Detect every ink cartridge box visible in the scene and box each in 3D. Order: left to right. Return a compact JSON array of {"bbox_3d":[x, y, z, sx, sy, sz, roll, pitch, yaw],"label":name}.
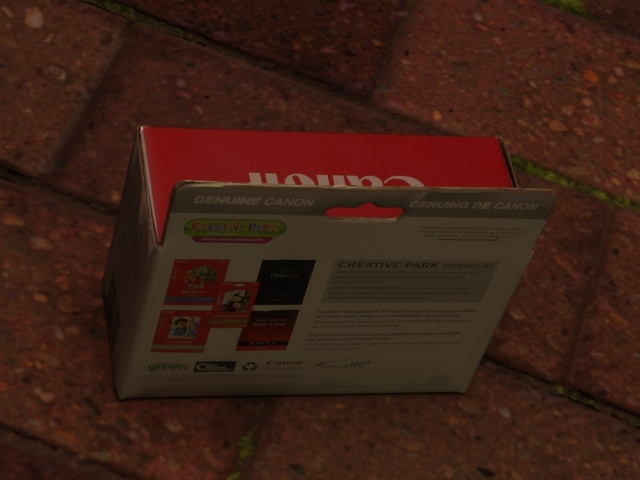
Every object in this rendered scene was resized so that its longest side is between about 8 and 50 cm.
[{"bbox_3d":[0.000,0.000,1.444,0.309,0.272,0.130,1,51,-17],"label":"ink cartridge box"}]
